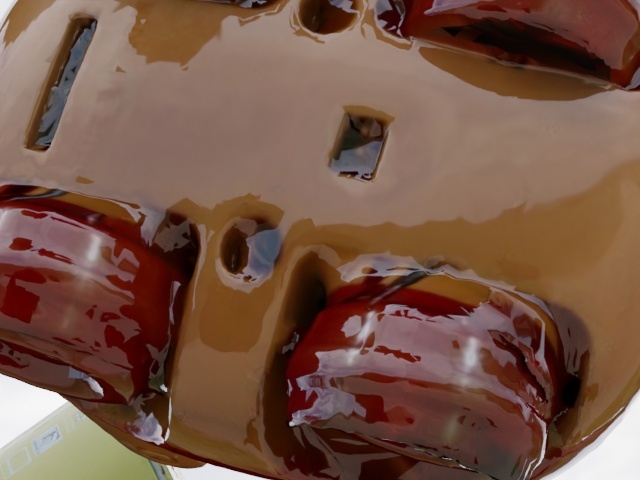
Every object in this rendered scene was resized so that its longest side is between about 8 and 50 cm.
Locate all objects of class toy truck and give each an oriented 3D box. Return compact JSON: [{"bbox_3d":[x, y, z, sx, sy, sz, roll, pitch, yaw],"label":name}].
[{"bbox_3d":[0.000,0.000,0.601,0.264,0.189,0.239,12,-19,17],"label":"toy truck"}]

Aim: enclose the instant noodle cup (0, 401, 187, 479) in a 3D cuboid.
[{"bbox_3d":[-0.136,0.222,0.943,0.200,0.264,0.264,-30,-34,-7],"label":"instant noodle cup"}]
